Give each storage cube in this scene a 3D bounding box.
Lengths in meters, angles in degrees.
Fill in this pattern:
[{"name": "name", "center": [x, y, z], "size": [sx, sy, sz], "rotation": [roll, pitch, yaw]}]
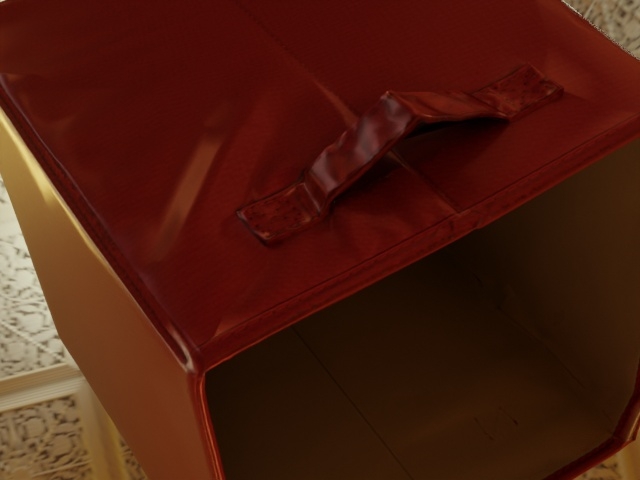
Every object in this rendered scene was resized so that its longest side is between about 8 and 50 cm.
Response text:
[{"name": "storage cube", "center": [0.000, 0.000, 0.475], "size": [0.183, 0.215, 0.193], "rotation": [-27, -130, -18]}]
